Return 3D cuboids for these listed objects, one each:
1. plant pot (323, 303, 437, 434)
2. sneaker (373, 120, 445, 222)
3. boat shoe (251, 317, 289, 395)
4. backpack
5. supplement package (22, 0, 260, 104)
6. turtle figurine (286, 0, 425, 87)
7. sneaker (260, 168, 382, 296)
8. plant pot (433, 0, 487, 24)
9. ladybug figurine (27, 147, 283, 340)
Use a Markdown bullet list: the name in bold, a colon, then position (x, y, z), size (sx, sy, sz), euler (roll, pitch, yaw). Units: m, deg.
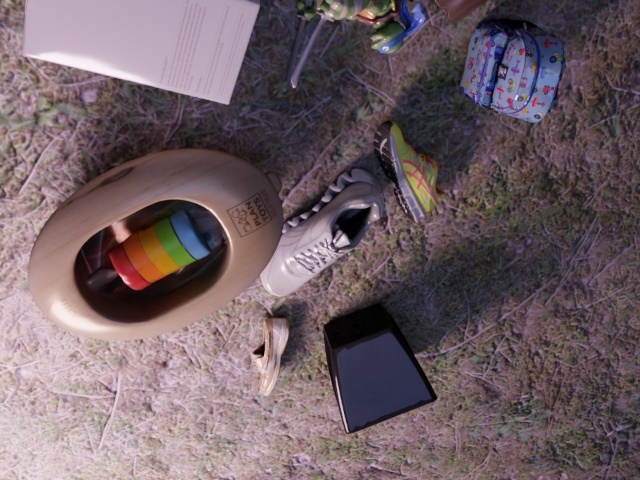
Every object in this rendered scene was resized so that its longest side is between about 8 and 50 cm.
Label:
- **plant pot**: position (0.098, 0.236, 1.441), size (0.187, 0.188, 0.167), euler (-21, 106, 0)
- **sneaker**: position (0.165, -0.135, 1.315), size (0.094, 0.081, 0.209), euler (-30, 126, -4)
- **boat shoe**: position (-0.108, 0.228, 1.454), size (0.059, 0.063, 0.170), euler (11, 105, -14)
- **backpack**: position (0.323, -0.279, 1.212), size (0.116, 0.173, 0.158), euler (5, 117, -14)
- **supplement package**: position (-0.248, -0.342, 1.032), size (0.292, 0.175, 0.178), euler (11, 135, -18)
- **turtle figurine**: position (-0.005, -0.375, 1.072), size (0.274, 0.198, 0.267), euler (-17, 105, 23)
- **sneaker**: position (0.000, 0.000, 1.323), size (0.110, 0.118, 0.292), euler (36, 107, -28)
- **plant pot**: position (0.231, -0.436, 1.126), size (0.165, 0.167, 0.167), euler (-38, 119, 18)
- **ladybug figurine**: position (-0.269, -0.006, 1.234), size (0.449, 0.162, 0.305), euler (-24, 119, 2)
